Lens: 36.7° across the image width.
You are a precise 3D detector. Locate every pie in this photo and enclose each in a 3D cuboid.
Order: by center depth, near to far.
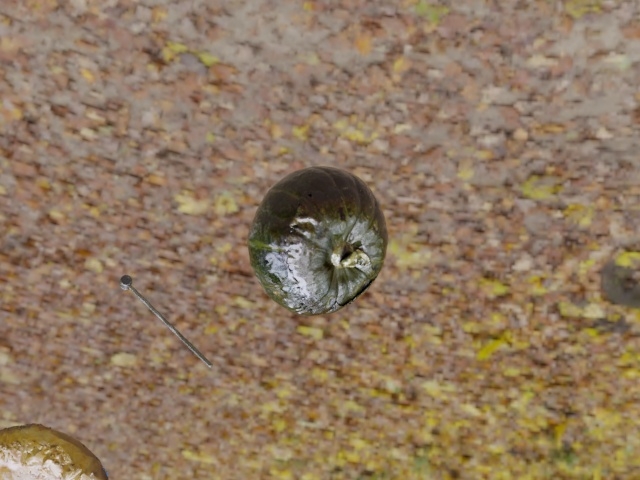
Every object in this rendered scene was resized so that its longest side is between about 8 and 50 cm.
[{"bbox_3d":[-0.414,0.388,1.435,0.273,0.069,0.274,9,118,17],"label":"pie"}]

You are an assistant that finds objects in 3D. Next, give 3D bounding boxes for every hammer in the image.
[{"bbox_3d":[-0.355,0.190,2.226,0.292,0.029,0.058,44,164,-1],"label":"hammer"}]

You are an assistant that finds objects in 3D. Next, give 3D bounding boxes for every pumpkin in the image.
[{"bbox_3d":[0.003,0.000,1.477,0.159,0.238,0.238,14,164,42],"label":"pumpkin"}]
